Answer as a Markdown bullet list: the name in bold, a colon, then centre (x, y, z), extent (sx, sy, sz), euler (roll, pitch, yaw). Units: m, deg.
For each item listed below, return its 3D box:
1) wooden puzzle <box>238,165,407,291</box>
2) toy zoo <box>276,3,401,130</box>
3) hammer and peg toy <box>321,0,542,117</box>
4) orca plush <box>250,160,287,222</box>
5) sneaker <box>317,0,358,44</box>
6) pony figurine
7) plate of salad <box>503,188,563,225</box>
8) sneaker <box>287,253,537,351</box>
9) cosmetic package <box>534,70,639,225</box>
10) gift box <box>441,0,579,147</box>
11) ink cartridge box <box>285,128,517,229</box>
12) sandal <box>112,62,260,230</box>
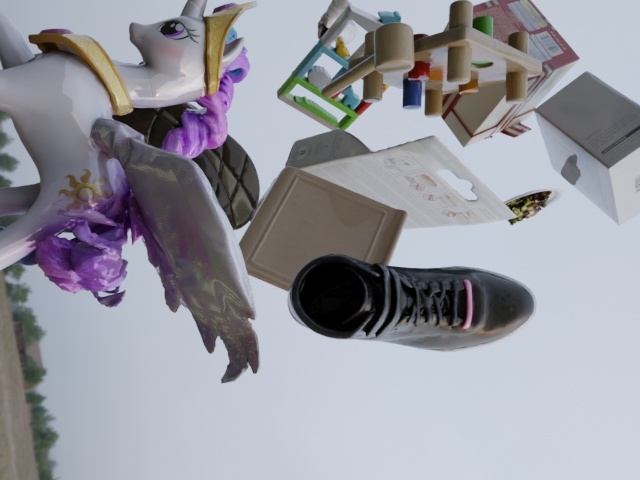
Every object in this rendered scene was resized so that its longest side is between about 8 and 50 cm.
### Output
- **wooden puzzle**: centre (0.000, 0.000, 0.861), extent (0.239, 0.220, 0.044), euler (21, -30, 9)
- **toy zoo**: centre (0.067, -0.371, 1.128), extent (0.293, 0.192, 0.030), euler (-40, -137, 33)
- **hammer and peg toy**: centre (0.178, -0.313, 0.911), extent (0.266, 0.362, 0.127), euler (3, -87, 49)
- **orca plush**: centre (-0.078, -0.118, 1.379), extent (0.287, 0.102, 0.151), euler (-50, -158, 23)
- **sneaker**: centre (0.038, -0.610, 1.498), extent (0.090, 0.115, 0.232), euler (47, 4, 8)
- **pony figurine**: centre (-0.201, -0.055, 0.457), extent (0.303, 0.364, 0.350), euler (14, -64, 65)
- **plate of salad**: centre (0.569, -0.090, 1.440), extent (0.200, 0.200, 0.048), euler (-40, -123, 56)
- **sneaker**: centre (0.100, 0.073, 0.577), extent (0.147, 0.296, 0.104), euler (53, 39, -81)
- **cosmetic package**: centre (0.589, -0.189, 1.091), extent (0.138, 0.224, 0.224), euler (-36, -132, 10)
- **gift box**: centre (0.419, -0.389, 1.242), extent (0.255, 0.277, 0.258), euler (64, -23, 16)
- **ink cartridge box**: centre (0.162, -0.129, 1.079), extent (0.385, 0.308, 0.091), euler (-5, -119, 46)
- **sandal**: centre (-0.156, -0.105, 0.599), extent (0.219, 0.090, 0.060), euler (42, -6, -18)
